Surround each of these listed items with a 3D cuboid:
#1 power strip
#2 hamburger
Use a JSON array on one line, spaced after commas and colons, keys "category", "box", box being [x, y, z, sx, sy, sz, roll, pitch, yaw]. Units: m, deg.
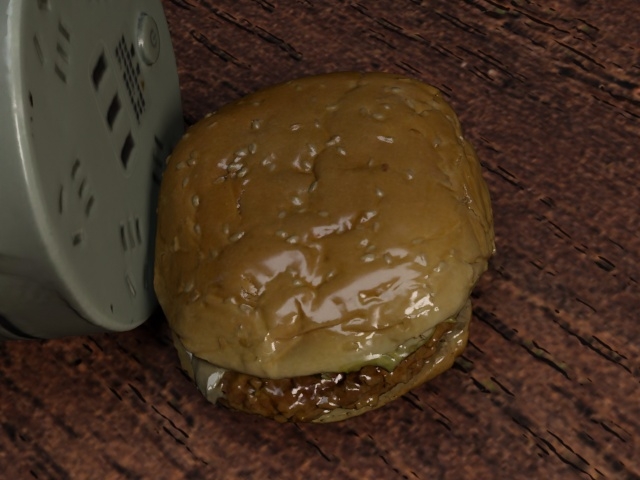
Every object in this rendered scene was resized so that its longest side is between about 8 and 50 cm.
[{"category": "power strip", "box": [-0.225, -0.083, 1.027, 0.161, 0.357, 0.357, -4, 51, 13]}, {"category": "hamburger", "box": [0.001, -0.001, 1.034, 0.259, 0.144, 0.283, -14, 55, 0]}]
